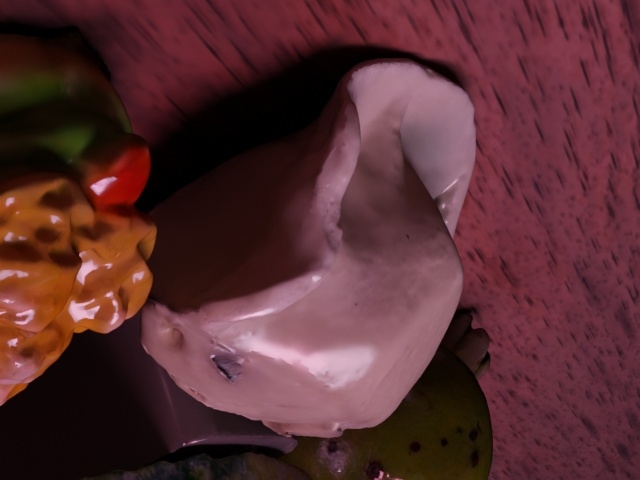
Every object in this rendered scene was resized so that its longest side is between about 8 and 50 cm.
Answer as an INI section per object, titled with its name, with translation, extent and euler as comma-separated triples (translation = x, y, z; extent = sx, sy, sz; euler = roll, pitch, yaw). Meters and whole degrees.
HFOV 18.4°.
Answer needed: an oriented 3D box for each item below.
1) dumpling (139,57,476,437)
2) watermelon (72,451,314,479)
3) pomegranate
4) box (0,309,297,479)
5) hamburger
[dumpling]
translation = 0.000, 0.000, 1.199
extent = 0.243, 0.187, 0.318
euler = -58, 161, -2
[watermelon]
translation = -0.120, 0.233, 1.330
extent = 0.231, 0.193, 0.310
euler = -51, 162, 23
[pomegranate]
translation = 0.063, 0.152, 1.638
extent = 0.248, 0.202, 0.202
euler = -42, -179, -42
[box]
translation = -0.137, 0.117, 1.367
extent = 0.243, 0.135, 0.163
euler = -29, 160, 27
[hamburger]
translation = -0.186, 0.006, 0.975
extent = 0.237, 0.149, 0.237
euler = -17, 161, -6
